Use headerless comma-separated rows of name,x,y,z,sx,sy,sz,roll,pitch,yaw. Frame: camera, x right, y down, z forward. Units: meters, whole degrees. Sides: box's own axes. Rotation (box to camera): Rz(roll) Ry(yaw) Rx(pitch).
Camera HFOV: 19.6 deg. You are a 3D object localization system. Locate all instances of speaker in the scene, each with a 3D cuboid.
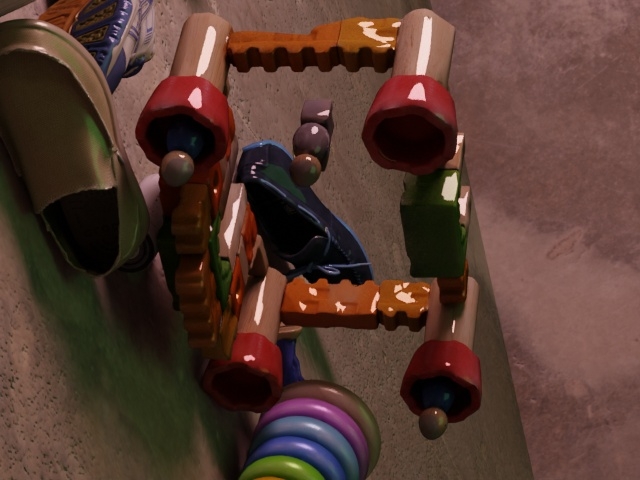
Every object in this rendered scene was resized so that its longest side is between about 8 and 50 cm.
speaker,-0.175,-0.019,1.845,0.136,0.055,0.055,-69,140,-65

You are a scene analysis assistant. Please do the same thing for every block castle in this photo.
block castle,0.000,0.000,1.815,0.453,0.303,0.212,80,16,-47

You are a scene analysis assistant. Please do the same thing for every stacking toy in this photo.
stacking toy,-0.038,0.279,1.916,0.330,0.141,0.141,-59,132,-61

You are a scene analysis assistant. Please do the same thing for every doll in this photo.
doll,-0.023,0.191,2.170,0.129,0.046,0.189,-72,151,-78

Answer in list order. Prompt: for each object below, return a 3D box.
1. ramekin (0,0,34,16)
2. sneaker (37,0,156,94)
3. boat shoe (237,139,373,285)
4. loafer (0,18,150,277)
ramekin,-0.299,-0.286,1.582,0.207,0.109,0.207,-15,90,-73
sneaker,-0.205,-0.198,1.814,0.296,0.112,0.131,-86,155,-48
boat shoe,-0.031,-0.002,2.273,0.258,0.109,0.089,48,33,-23
loafer,-0.224,-0.076,1.652,0.092,0.102,0.268,-93,161,-54
